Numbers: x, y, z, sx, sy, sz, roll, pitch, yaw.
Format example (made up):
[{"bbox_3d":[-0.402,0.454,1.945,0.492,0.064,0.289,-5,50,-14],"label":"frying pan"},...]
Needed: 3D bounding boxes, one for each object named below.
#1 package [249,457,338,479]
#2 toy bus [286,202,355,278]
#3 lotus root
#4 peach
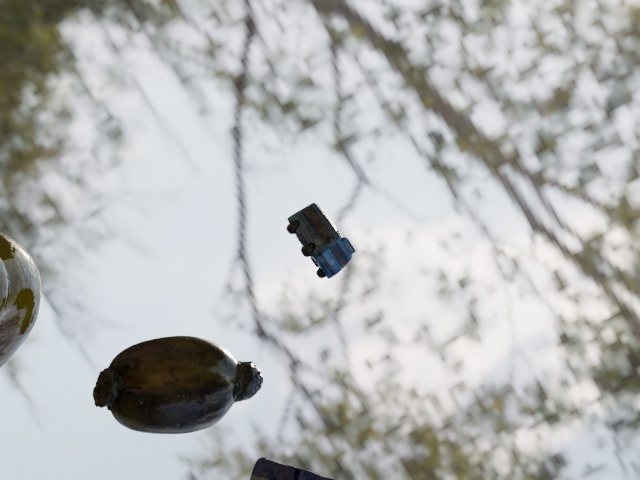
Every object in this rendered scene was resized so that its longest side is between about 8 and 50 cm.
[{"bbox_3d":[-0.024,0.361,2.326,0.171,0.027,0.173,13,-107,16],"label":"package"},{"bbox_3d":[0.000,0.000,1.938,0.046,0.038,0.083,-34,-144,-1],"label":"toy bus"},{"bbox_3d":[-0.173,0.177,2.371,0.209,0.120,0.120,-2,-158,-14],"label":"lotus root"},{"bbox_3d":[-0.423,0.089,2.185,0.251,0.153,0.251,-38,176,-4],"label":"peach"}]
